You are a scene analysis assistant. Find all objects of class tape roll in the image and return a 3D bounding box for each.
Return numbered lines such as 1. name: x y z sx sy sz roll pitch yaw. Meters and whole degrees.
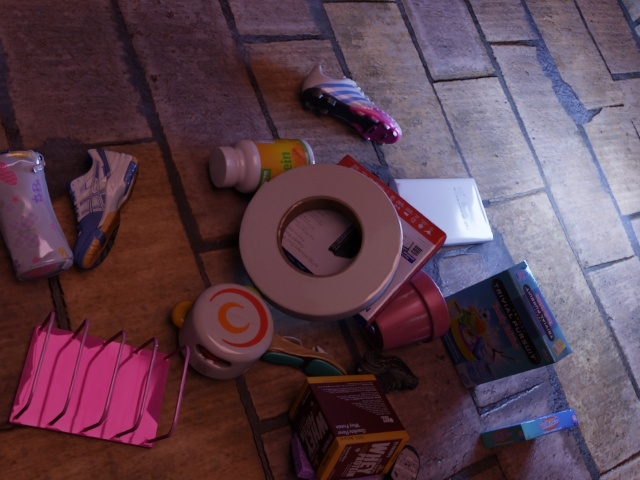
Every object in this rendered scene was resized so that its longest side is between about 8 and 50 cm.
1. tape roll: 0.000 0.000 1.723 0.392 0.072 0.392 0 70 0

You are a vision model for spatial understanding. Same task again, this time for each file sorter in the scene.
1. file sorter: -0.430 0.276 1.429 0.290 0.182 0.202 18 61 -24

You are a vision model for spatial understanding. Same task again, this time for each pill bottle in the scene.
1. pill bottle: -0.150 -0.190 1.831 0.245 0.136 0.136 -6 73 -33

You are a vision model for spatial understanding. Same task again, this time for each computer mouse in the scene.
1. computer mouse: 0.176 0.611 1.749 0.071 0.041 0.242 33 62 -5

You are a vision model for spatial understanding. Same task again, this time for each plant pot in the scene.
1. plant pot: 0.203 0.193 1.858 0.180 0.201 0.201 -24 83 -21

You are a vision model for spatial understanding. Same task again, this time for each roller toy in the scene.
1. roller toy: -0.216 0.207 1.613 0.209 0.146 0.191 -4 60 -34

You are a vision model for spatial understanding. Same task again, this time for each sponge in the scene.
1. sponge: 0.034 0.518 1.664 0.210 0.031 0.117 23 24 -21

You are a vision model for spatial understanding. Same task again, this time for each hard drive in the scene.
1. hard drive: 0.363 -0.084 2.158 0.318 0.040 0.210 -4 71 -33

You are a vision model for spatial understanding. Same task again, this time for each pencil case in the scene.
1. pencil case: -0.609 -0.052 1.506 0.124 0.113 0.273 -17 79 -15

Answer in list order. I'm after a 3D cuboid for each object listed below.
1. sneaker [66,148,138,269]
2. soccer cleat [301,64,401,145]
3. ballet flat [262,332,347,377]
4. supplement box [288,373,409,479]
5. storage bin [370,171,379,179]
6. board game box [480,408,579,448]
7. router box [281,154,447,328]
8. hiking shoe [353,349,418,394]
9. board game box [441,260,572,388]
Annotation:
1. sneaker: -0.508 -0.072 1.600 0.131 0.112 0.296 16 58 -6
2. soccer cleat: 0.102 -0.400 2.090 0.331 0.116 0.143 25 59 -20
3. ballet flat: -0.035 0.277 1.739 0.232 0.080 0.073 24 44 -23
4. supplement box: 0.061 0.424 1.645 0.191 0.129 0.194 4 35 -31
5. storage bin: 0.094 -0.100 1.975 0.180 0.084 0.122 -23 82 -35
6. board game box: 0.566 0.510 1.949 0.210 0.160 0.047 -4 71 -33
7. router box: 0.092 -0.002 1.804 0.335 0.082 0.301 40 75 14
8. hiking shoe: 0.156 0.351 1.826 0.227 0.114 0.086 28 17 -42
9. board game box: 0.456 0.230 1.894 0.079 0.336 0.254 -20 81 -36
